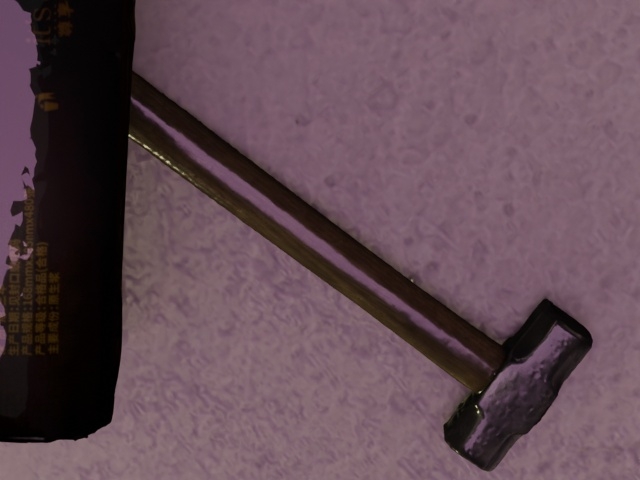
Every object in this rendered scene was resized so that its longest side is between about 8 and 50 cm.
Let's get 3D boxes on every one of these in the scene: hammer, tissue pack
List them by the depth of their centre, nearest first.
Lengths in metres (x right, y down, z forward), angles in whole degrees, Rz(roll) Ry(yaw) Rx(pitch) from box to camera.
[{"bbox_3d":[-0.204,-0.089,1.025,0.210,0.198,0.370,4,100,-2],"label":"tissue pack"},{"bbox_3d":[0.000,0.000,1.165,0.365,0.043,0.111,36,102,-9],"label":"hammer"}]
